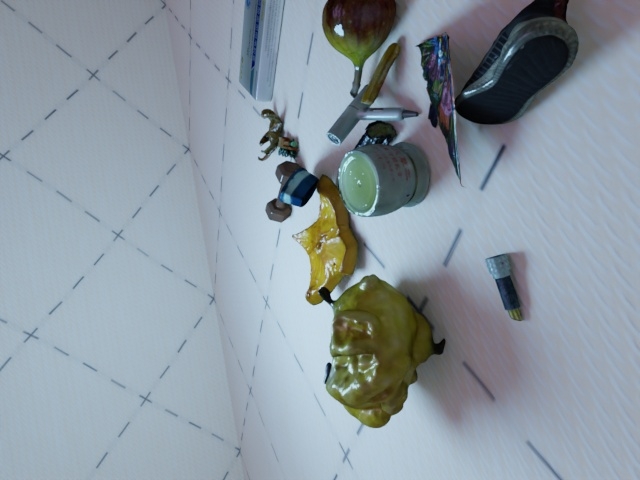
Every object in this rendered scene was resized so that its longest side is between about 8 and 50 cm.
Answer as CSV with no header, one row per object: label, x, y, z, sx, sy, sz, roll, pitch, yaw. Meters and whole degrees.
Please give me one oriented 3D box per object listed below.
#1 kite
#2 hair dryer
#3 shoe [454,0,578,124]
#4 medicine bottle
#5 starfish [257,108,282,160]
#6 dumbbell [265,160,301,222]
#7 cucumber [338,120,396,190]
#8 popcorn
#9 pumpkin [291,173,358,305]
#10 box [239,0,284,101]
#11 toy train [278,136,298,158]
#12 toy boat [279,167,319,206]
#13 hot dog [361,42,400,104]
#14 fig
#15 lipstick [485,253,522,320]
kite,0.206,-0.256,0.691,0.234,0.016,0.321,67,-169,-69
hair dryer,0.120,-0.259,0.871,0.183,0.155,0.044,27,166,41
shoe,0.282,-0.259,0.597,0.227,0.099,0.112,130,160,-78
medicine bottle,0.131,-0.128,0.847,0.147,0.143,0.147,33,130,50
starfish,-0.177,-0.355,1.412,0.146,0.074,0.190,-118,33,-51
dumbbell,-0.124,-0.161,1.372,0.092,0.082,0.231,62,146,30
cucumber,0.093,-0.184,0.983,0.245,0.067,0.067,-55,50,50
popcorn,0.125,0.225,0.886,0.316,0.281,0.297,71,-154,-46
pumpkin,0.014,0.007,1.156,0.290,0.095,0.258,-56,44,48
box,-0.209,-0.679,1.396,0.200,0.065,0.343,54,142,41
toy train,-0.107,-0.307,1.346,0.103,0.044,0.064,30,113,56
toy boat,-0.055,-0.139,1.106,0.096,0.062,0.299,-60,0,15
hot dog,0.128,-0.351,0.865,0.044,0.028,0.137,38,105,57
fig,0.066,-0.440,0.878,0.143,0.160,0.231,30,144,-1
lipstick,0.313,0.082,0.689,0.037,0.037,0.116,-22,83,61
